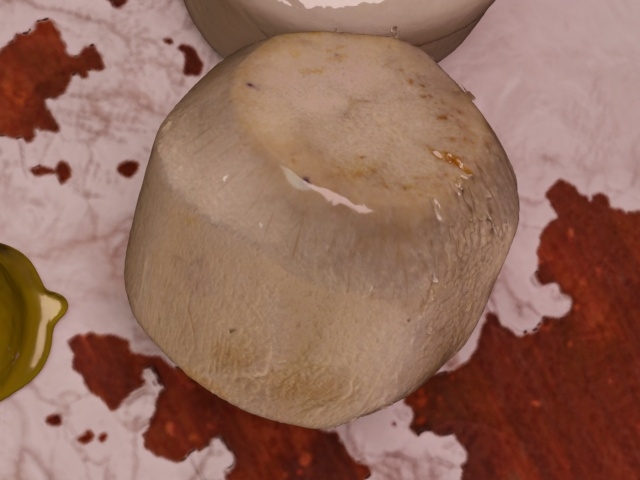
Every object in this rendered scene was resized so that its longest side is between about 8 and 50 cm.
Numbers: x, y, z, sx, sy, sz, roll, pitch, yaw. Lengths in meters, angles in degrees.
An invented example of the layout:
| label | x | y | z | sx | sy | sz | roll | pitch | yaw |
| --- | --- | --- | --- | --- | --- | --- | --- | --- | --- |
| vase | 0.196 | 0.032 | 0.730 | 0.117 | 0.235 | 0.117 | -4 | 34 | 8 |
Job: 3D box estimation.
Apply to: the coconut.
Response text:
| label | x | y | z | sx | sy | sz | roll | pitch | yaw |
| --- | --- | --- | --- | --- | --- | --- | --- | --- | --- |
| coconut | 0.000 | 0.000 | 1.216 | 0.245 | 0.247 | 0.245 | 10 | 47 | -10 |

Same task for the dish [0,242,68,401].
| label | x | y | z | sx | sy | sz | roll | pitch | yaw |
| --- | --- | --- | --- | --- | --- | --- | --- | --- | --- |
| dish | -0.269 | 0.055 | 1.224 | 0.208 | 0.080 | 0.148 | -12 | 82 | -12 |

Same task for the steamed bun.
| label | x | y | z | sx | sy | sz | roll | pitch | yaw |
| --- | --- | --- | --- | --- | --- | --- | --- | --- | --- |
| steamed bun | 0.026 | -0.199 | 1.299 | 0.242 | 0.146 | 0.164 | -9 | 76 | -13 |
